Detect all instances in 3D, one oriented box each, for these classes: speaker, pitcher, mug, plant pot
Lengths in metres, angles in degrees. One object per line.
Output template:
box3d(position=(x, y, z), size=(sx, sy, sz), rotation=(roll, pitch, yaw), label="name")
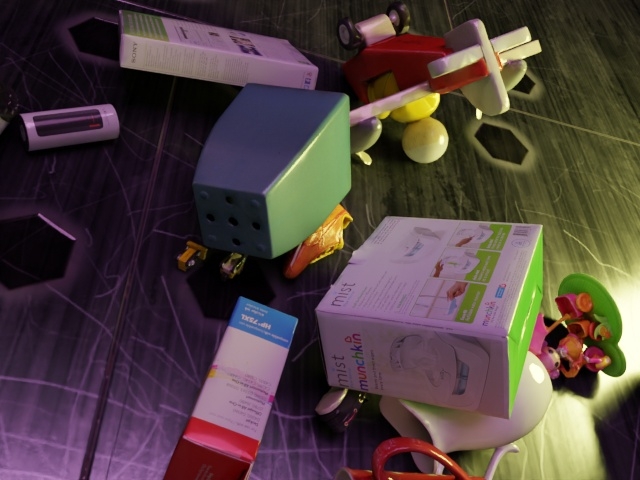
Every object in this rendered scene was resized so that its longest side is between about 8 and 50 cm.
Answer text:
box3d(position=(-0.375, -0.170, 0.971), size=(0.136, 0.055, 0.055), rotation=(-15, 59, -33), label="speaker")
box3d(position=(0.204, 0.238, 0.835), size=(0.207, 0.125, 0.178), rotation=(-19, 81, -23), label="pitcher")
box3d(position=(0.109, 0.297, 0.699), size=(0.169, 0.150, 0.113), rotation=(6, 44, -14), label="mug")
box3d(position=(-0.072, -0.092, 0.910), size=(0.165, 0.166, 0.234), rotation=(10, 38, 17), label="plant pot")

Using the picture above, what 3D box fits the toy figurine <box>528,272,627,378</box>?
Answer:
box3d(position=(0.362, 0.156, 0.990), size=(0.159, 0.130, 0.173), rotation=(-19, 85, -19), label="toy figurine")

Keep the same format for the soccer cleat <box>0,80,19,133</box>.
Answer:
box3d(position=(-0.491, -0.139, 0.867), size=(0.108, 0.116, 0.318), rotation=(34, 21, -33), label="soccer cleat")

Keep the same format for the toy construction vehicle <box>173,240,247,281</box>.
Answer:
box3d(position=(-0.148, 0.021, 0.922), size=(0.085, 0.035, 0.098), rotation=(22, 42, 11), label="toy construction vehicle")

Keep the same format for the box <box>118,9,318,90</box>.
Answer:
box3d(position=(-0.187, -0.330, 1.134), size=(0.321, 0.059, 0.232), rotation=(6, 26, -20), label="box")

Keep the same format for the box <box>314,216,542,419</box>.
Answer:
box3d(position=(0.152, 0.078, 0.840), size=(0.230, 0.127, 0.262), rotation=(3, 29, 25), label="box")

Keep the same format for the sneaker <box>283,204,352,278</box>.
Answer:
box3d(position=(0.000, 0.000, 0.981), size=(0.067, 0.064, 0.175), rotation=(39, 49, -2), label="sneaker")

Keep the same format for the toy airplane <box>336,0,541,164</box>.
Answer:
box3d(position=(0.194, -0.262, 1.146), size=(0.385, 0.273, 0.384), rotation=(-2, 29, 18), label="toy airplane")

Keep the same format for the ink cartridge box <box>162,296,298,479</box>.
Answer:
box3d(position=(-0.104, 0.195, 0.714), size=(0.077, 0.134, 0.231), rotation=(23, 45, -5), label="ink cartridge box")

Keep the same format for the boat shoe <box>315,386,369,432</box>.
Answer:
box3d(position=(0.041, 0.196, 0.843), size=(0.042, 0.048, 0.133), rotation=(57, 40, -9), label="boat shoe")
